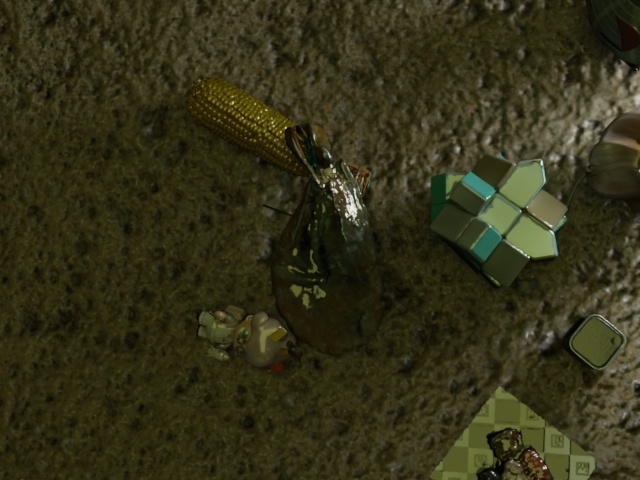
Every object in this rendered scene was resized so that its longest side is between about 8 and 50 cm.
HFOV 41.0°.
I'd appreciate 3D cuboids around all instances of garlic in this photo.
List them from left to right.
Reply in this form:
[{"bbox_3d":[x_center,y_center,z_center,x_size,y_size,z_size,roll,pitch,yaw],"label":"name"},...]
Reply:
[{"bbox_3d":[0.545,-0.101,1.544,0.256,0.207,0.207,-38,80,9],"label":"garlic"}]

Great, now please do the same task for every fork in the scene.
[{"bbox_3d":[-0.005,-0.037,1.686,0.235,0.039,0.021,22,65,12],"label":"fork"}]

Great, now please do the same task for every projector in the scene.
[{"bbox_3d":[0.500,0.186,1.571,0.083,0.082,0.083,39,90,9],"label":"projector"}]

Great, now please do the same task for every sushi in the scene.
[{"bbox_3d":[0.359,0.426,1.580,0.231,0.047,0.220,37,89,10],"label":"sushi"}]

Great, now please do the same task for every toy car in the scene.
[{"bbox_3d":[0.054,-0.089,1.683,0.059,0.035,0.122,24,87,7],"label":"toy car"}]

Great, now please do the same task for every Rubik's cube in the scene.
[{"bbox_3d":[0.318,-0.051,1.555,0.224,0.213,0.265,-45,78,2],"label":"Rubik's cube"}]

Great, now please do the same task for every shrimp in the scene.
[{"bbox_3d":[0.000,0.000,1.623,0.221,0.110,0.446,-5,98,19],"label":"shrimp"}]

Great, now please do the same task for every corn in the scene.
[{"bbox_3d":[-0.129,-0.222,1.687,0.305,0.106,0.106,31,88,9],"label":"corn"}]

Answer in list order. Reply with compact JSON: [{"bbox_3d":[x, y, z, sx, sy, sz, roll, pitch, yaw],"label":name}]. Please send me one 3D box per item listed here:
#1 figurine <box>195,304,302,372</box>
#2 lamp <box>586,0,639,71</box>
[{"bbox_3d":[-0.132,0.187,1.643,0.228,0.112,0.137,14,116,15],"label":"figurine"},{"bbox_3d":[0.604,-0.435,1.552,0.233,0.233,0.265,-25,75,4],"label":"lamp"}]
